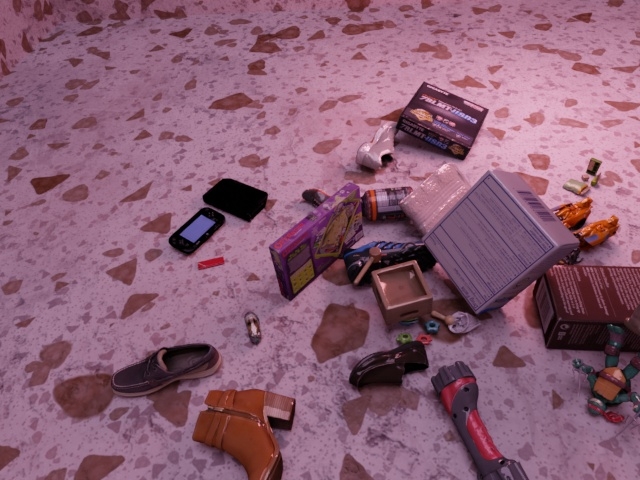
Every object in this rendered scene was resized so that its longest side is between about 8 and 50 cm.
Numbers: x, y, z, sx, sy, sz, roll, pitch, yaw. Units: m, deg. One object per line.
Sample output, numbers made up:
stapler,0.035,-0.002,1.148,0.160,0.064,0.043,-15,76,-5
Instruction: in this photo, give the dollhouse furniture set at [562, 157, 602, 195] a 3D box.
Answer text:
dollhouse furniture set,0.914,-0.222,1.705,0.152,0.058,0.076,-35,52,-26

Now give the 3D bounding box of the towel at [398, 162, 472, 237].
towel,0.396,-0.124,1.602,0.282,0.049,0.187,-40,93,-28

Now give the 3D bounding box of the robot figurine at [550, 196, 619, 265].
robot figurine,0.747,-0.028,1.514,0.291,0.085,0.211,-21,47,-15

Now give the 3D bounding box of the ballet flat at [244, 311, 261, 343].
ballet flat,-0.189,0.235,1.381,0.041,0.041,0.114,-16,46,-10

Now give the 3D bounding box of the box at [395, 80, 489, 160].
box,0.483,-0.479,1.942,0.296,0.073,0.293,28,53,9

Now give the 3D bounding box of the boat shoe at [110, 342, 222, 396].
boat shoe,-0.404,0.322,1.278,0.286,0.092,0.102,-11,46,-5

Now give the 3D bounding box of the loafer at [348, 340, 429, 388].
loafer,0.177,0.320,1.234,0.220,0.080,0.078,-20,47,-13

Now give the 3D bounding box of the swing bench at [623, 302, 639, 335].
swing bench,0.846,0.093,1.083,0.255,0.253,0.165,-35,53,-24

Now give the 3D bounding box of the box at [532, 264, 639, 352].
box,0.775,0.175,1.280,0.382,0.143,0.191,1,46,9

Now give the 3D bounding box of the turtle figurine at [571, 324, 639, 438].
turtle figurine,0.670,0.322,1.138,0.175,0.118,0.234,29,84,28

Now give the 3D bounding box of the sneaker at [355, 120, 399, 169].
sneaker,0.246,-0.351,1.885,0.121,0.099,0.262,33,60,16

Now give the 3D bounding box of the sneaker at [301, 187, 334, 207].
sneaker,0.000,-0.134,1.710,0.158,0.061,0.064,15,56,20

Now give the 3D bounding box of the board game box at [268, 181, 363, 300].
board game box,0.000,0.000,1.475,0.056,0.208,0.347,31,55,30

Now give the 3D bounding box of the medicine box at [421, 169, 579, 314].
medicine box,0.467,0.004,1.318,0.149,0.289,0.263,-3,52,-43

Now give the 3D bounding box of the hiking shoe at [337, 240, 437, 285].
hiking shoe,0.213,0.036,1.486,0.304,0.113,0.132,-10,37,-11

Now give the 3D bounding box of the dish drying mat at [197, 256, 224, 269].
dish drying mat,-0.350,0.071,1.577,0.083,0.008,0.032,-14,45,-8

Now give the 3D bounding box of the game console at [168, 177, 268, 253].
game console,-0.358,-0.081,1.702,0.213,0.043,0.361,22,52,25

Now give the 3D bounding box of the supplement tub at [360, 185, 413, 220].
supplement tub,0.210,-0.121,1.643,0.198,0.106,0.106,-5,46,1

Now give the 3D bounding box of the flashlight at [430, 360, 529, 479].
flashlight,0.359,0.422,1.104,0.103,0.103,0.304,-14,45,-12

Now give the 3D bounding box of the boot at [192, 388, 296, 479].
boot,-0.189,0.458,1.113,0.220,0.109,0.283,5,44,8

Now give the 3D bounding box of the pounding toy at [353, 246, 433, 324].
pounding toy,0.181,0.120,1.350,0.181,0.094,0.206,-15,51,-4

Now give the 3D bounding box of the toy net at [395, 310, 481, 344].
toy net,0.316,0.222,1.328,0.233,0.045,0.122,-2,35,5
